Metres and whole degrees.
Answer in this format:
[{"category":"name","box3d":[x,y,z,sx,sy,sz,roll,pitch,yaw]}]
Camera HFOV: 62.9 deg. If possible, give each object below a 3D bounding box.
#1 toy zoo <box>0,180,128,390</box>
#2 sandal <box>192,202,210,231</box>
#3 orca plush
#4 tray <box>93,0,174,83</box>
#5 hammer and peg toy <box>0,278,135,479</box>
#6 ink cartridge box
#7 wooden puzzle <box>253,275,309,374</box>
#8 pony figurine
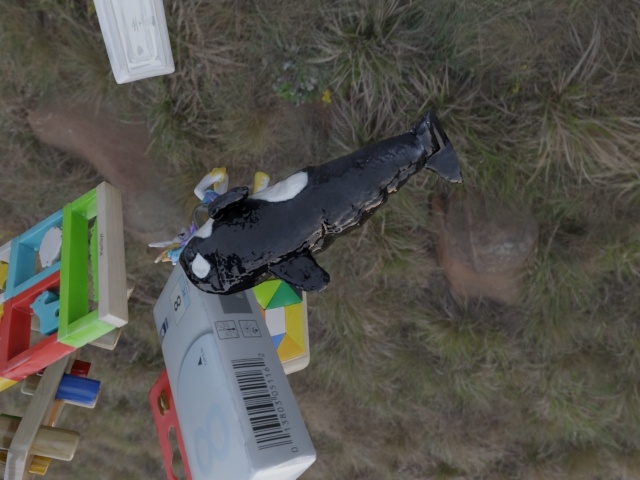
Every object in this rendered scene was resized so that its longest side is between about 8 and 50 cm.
[{"category":"toy zoo","box3d":[-0.355,0.072,0.621,0.293,0.192,0.030,-28,144,13]},{"category":"sandal","box3d":[-0.232,-0.003,1.238,0.219,0.090,0.060,61,153,14]},{"category":"orca plush","box3d":[0.000,0.000,0.489,0.287,0.102,0.151,-21,161,3]},{"category":"tray","box3d":[-0.414,-0.486,1.169,0.145,0.030,0.270,-21,138,-22]},{"category":"hammer and peg toy","box3d":[-0.410,0.214,0.821,0.128,0.361,0.266,19,128,-16]},{"category":"ink cartridge box","box3d":[-0.182,0.246,0.722,0.091,0.308,0.385,6,133,-39]},{"category":"wooden puzzle","box3d":[-0.094,0.156,0.994,0.044,0.221,0.238,4,95,39]},{"category":"pony figurine","box3d":[-0.223,-0.017,1.395,0.351,0.363,0.302,28,143,-5]}]
